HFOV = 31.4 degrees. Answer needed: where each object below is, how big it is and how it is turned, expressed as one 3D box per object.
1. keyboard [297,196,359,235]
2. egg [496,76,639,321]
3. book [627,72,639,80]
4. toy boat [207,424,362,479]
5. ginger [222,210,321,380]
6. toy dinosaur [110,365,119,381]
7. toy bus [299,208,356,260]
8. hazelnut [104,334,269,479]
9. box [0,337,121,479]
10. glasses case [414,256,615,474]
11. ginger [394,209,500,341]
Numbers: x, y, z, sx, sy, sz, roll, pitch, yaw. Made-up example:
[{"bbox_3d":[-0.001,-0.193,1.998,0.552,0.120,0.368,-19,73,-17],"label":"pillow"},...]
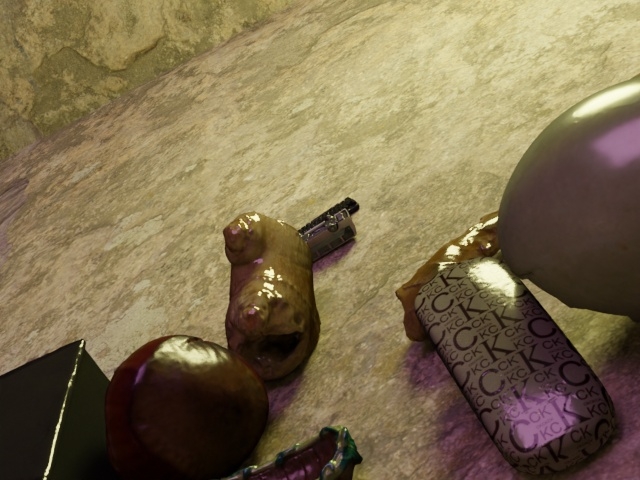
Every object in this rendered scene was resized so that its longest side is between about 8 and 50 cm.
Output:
[{"bbox_3d":[-0.020,-0.018,2.023,0.195,0.018,0.060,-34,22,-6],"label":"keyboard"},{"bbox_3d":[0.367,-0.045,1.307,0.336,0.278,0.278,-15,29,29],"label":"egg"},{"bbox_3d":[0.599,-0.282,1.802,0.198,0.016,0.138,-31,24,3],"label":"book"},{"bbox_3d":[-0.086,0.306,1.396,0.292,0.099,0.108,-19,26,10],"label":"toy boat"},{"bbox_3d":[-0.083,0.074,1.705,0.130,0.221,0.276,-15,19,13],"label":"ginger"},{"bbox_3d":[-0.279,0.235,1.804,0.242,0.053,0.167,-9,34,39],"label":"toy dinosaur"},{"bbox_3d":[0.000,0.000,1.923,0.130,0.052,0.037,-32,29,5],"label":"toy bus"},{"bbox_3d":[-0.185,0.231,1.533,0.229,0.229,0.229,-26,25,13],"label":"hazelnut"},{"bbox_3d":[-0.396,0.340,1.554,0.251,0.204,0.345,-26,25,10],"label":"box"},{"bbox_3d":[0.219,0.135,1.335,0.137,0.085,0.355,-30,35,0],"label":"glasses case"},{"bbox_3d":[0.212,0.034,1.582,0.294,0.086,0.131,-41,22,-29],"label":"ginger"}]
